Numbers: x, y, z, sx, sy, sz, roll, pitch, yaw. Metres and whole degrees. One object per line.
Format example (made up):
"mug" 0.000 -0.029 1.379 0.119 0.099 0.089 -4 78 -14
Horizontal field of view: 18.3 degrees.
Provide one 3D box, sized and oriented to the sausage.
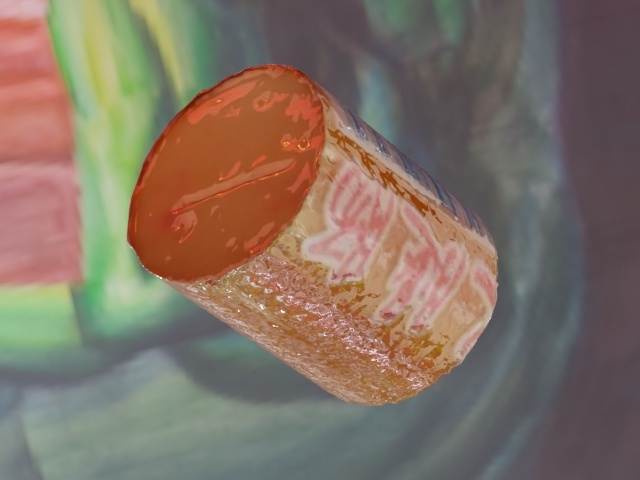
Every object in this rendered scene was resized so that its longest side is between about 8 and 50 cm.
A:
"sausage" 0.000 0.000 1.833 0.287 0.233 0.233 37 -156 -43
